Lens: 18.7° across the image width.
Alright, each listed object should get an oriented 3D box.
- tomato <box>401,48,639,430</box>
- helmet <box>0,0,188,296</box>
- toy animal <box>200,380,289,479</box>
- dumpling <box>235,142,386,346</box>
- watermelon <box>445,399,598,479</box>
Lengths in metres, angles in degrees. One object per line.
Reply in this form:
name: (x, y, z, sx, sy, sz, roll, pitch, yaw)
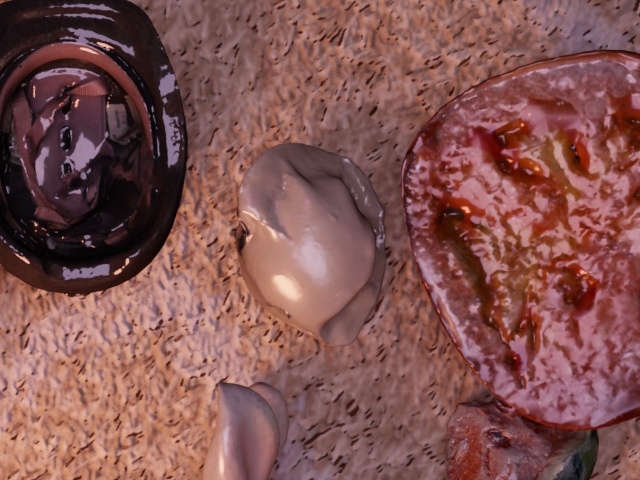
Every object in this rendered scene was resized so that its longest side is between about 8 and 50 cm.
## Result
tomato: (0.229, 0.002, 1.716, 0.338, 0.144, 0.338, 0, 85, -5)
helmet: (-0.219, -0.073, 1.705, 0.198, 0.154, 0.253, -4, 69, -12)
toy animal: (-0.117, 0.299, 1.672, 0.241, 0.196, 0.367, 30, 90, 1)
dumpling: (-0.001, -0.001, 1.740, 0.150, 0.092, 0.176, -38, 84, -16)
watermelon: (0.162, 0.201, 1.731, 0.187, 0.071, 0.139, -40, 72, -20)
